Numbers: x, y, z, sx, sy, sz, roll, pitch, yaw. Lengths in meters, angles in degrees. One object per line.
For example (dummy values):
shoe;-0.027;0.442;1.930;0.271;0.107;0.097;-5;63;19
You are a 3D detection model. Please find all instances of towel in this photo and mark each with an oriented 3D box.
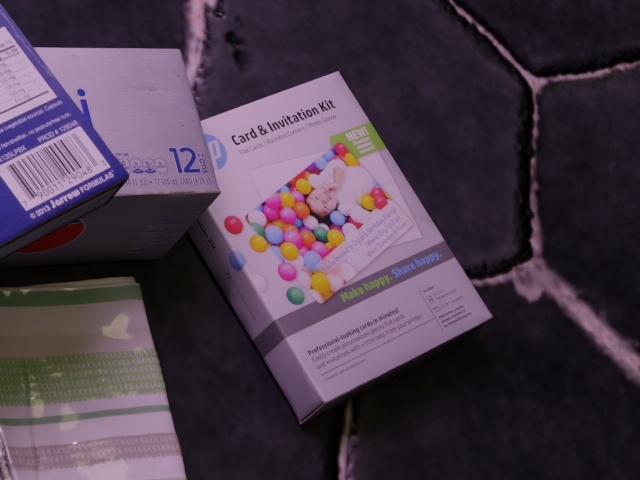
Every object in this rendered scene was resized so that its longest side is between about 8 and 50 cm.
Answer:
towel;-0.131;0.092;1.043;0.113;0.023;0.152;-5;67;-31

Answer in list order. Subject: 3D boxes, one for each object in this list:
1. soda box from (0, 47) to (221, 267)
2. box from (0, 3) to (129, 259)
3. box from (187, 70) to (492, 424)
soda box;-0.206;-0.043;1.031;0.286;0.091;0.098;-4;65;-31
box;-0.215;-0.088;0.968;0.136;0.036;0.225;-31;82;-38
box;0.000;0.000;1.160;0.145;0.038;0.186;-23;76;-37
